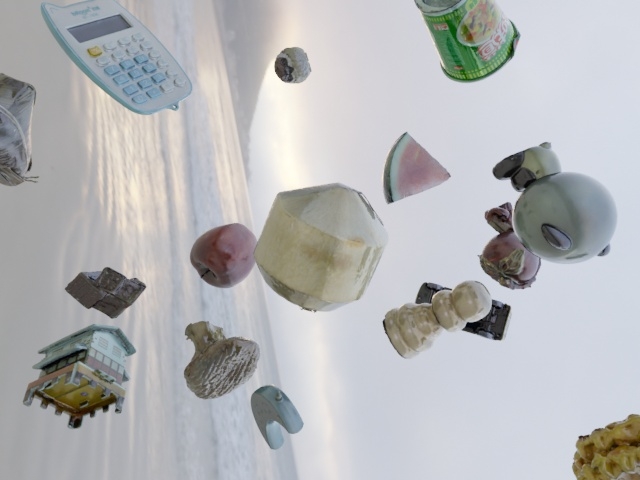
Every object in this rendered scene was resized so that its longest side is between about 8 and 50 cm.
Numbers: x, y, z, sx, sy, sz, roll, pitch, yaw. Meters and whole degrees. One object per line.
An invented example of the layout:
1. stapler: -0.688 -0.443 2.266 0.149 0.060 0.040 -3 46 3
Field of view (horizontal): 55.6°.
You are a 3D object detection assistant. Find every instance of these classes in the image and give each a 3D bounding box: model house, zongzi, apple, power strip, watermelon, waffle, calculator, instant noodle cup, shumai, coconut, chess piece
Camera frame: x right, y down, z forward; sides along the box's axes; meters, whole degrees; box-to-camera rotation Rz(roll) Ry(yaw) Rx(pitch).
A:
1. model house: -0.542 0.113 1.523 0.152 0.165 0.106 35 26 -36
2. model house: -0.645 0.359 1.638 0.198 0.224 0.215 49 25 -36
3. zongzi: -0.628 -0.155 1.129 0.241 0.111 0.247 -71 -176 -49
4. apple: -0.324 0.050 2.051 0.234 0.234 0.233 170 -90 -84
5. power strip: -0.103 0.388 1.363 0.137 0.044 0.216 56 -31 18
6. watermelon: 0.238 -0.194 1.653 0.136 0.202 0.207 28 -64 52
7. waffle: 0.723 0.510 1.346 0.261 0.324 0.151 48 23 -16
8. calculator: -0.498 -0.463 1.531 0.386 0.256 0.054 44 -47 1
9. instant noodle cup: 0.337 -0.523 1.430 0.233 0.207 0.206 37 31 -49
10. shumai: -0.256 0.282 1.507 0.209 0.162 0.153 -52 -130 20
11. coconut: 0.000 0.000 1.449 0.323 0.323 0.322 170 -90 -84
12. chess piece: 0.298 0.186 1.501 0.143 0.261 0.142 40 34 -34

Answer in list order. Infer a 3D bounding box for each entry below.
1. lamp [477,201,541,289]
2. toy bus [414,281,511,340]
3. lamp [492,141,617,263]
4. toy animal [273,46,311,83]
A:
1. lamp: 0.518 0.028 1.686 0.151 0.215 0.223 -43 -173 38
2. toy bus: 0.512 0.261 2.194 0.151 0.332 0.145 30 76 -63
3. lamp: 0.447 -0.068 1.158 0.197 0.198 0.243 88 -16 -53
4. toy animal: -0.076 -0.458 1.584 0.137 0.098 0.098 -103 -175 -64
